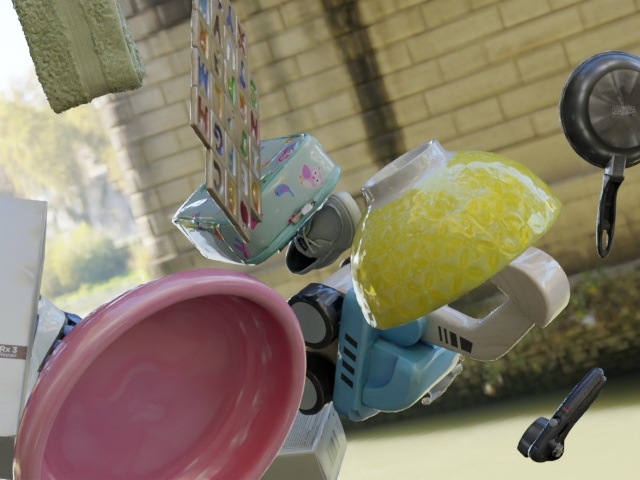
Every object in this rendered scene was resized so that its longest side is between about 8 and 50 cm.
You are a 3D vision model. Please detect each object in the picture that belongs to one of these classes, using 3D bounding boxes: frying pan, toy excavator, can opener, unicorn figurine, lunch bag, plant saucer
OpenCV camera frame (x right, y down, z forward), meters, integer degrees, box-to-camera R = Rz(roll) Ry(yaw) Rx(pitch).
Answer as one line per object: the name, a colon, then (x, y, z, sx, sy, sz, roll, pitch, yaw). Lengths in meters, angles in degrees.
frying pan: (0.461, -0.156, 1.805, 0.197, 0.326, 0.053, 26, -4, -12)
toy excavator: (0.177, 0.153, 1.866, 0.445, 0.433, 0.222, 23, 34, 27)
can opener: (0.387, 0.275, 1.742, 0.186, 0.073, 0.059, -48, -31, -4)
unicorn figurine: (0.222, 0.266, 2.093, 0.162, 0.060, 0.111, -41, -17, 34)
lunch bag: (-0.096, -0.069, 1.739, 0.224, 0.108, 0.279, -46, 22, -19)
plant saucer: (-0.165, 0.170, 1.121, 0.332, 0.332, 0.084, -21, 39, -33)

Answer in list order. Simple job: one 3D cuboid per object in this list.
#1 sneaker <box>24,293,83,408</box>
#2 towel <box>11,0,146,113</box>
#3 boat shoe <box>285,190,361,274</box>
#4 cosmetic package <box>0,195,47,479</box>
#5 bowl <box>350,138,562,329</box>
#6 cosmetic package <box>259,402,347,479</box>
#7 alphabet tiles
sneaker: (-0.573, 0.205, 1.984, 0.127, 0.182, 0.315, -16, 34, 41)
towel: (-0.244, -0.209, 1.101, 0.110, 0.148, 0.027, -18, 0, 2)
boat shoe: (-0.001, -0.001, 1.717, 0.081, 0.079, 0.227, -28, -13, -25)
cosmetic package: (-0.506, 0.124, 1.532, 0.217, 0.385, 0.156, 5, -34, -13)
bowl: (0.141, -0.034, 1.390, 0.289, 0.156, 0.289, -33, 7, 5)
cosmetic package: (-0.120, 0.408, 2.105, 0.309, 0.113, 0.160, -9, 26, 20)
alphabet tiles: (-0.124, -0.183, 1.490, 0.011, 0.342, 0.285, -8, -26, 11)
